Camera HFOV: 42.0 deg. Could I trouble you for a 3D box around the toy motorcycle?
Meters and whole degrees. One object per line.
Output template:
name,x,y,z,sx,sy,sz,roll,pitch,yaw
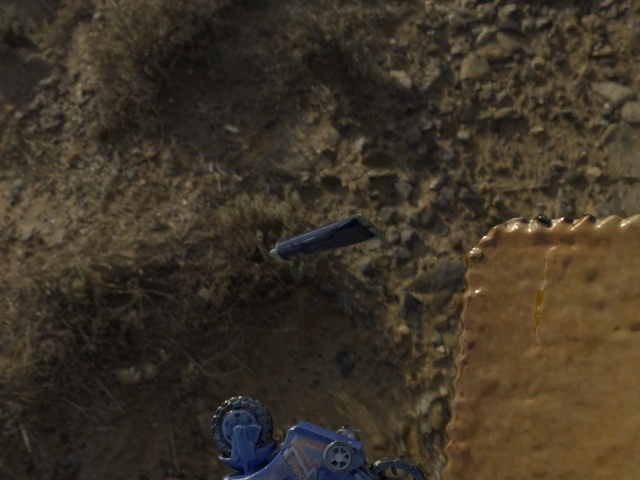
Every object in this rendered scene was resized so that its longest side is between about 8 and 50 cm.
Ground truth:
toy motorcycle,-0.009,0.216,0.727,0.205,0.076,0.114,20,89,7

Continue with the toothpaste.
toothpaste,0.000,0.000,0.769,0.140,0.037,0.021,-16,47,45

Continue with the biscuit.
biscuit,0.163,0.097,0.397,0.236,0.013,0.232,-1,74,39
